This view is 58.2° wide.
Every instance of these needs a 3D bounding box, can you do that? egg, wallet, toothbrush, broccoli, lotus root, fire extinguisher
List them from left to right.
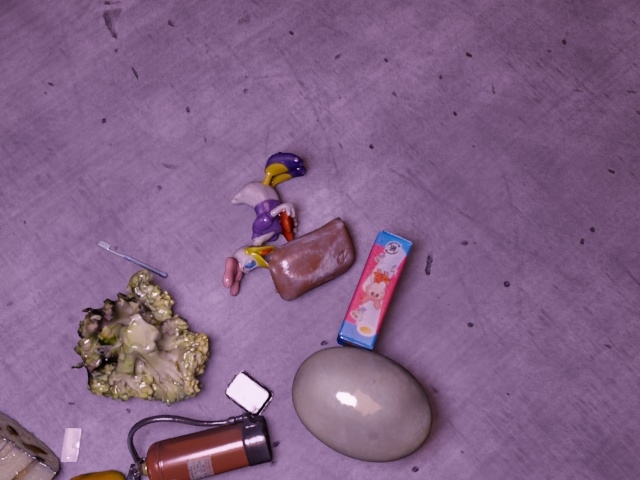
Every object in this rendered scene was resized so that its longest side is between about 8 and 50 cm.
[{"bbox_3d":[-0.818,0.575,1.387,0.267,0.149,0.260,39,80,-10],"label":"lotus root"},{"bbox_3d":[-0.638,0.524,1.472,0.044,0.011,0.083,2,74,-2],"label":"wallet"},{"bbox_3d":[-0.525,0.053,1.607,0.219,0.016,0.019,25,66,6],"label":"toothbrush"},{"bbox_3d":[-0.440,0.267,1.408,0.348,0.281,0.293,43,65,11],"label":"broccoli"},{"bbox_3d":[-0.320,0.506,1.430,0.376,0.113,0.200,-14,87,-6],"label":"fire extinguisher"},{"bbox_3d":[0.100,0.399,1.409,0.352,0.258,0.258,26,75,2],"label":"egg"}]

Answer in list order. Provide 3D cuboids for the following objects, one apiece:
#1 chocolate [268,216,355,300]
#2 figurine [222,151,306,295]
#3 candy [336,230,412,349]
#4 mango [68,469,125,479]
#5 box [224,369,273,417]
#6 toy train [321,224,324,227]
[{"bbox_3d":[-0.008,0.058,1.539,0.261,0.083,0.161,-30,114,-22],"label":"chocolate"},{"bbox_3d":[-0.163,-0.054,1.581,0.193,0.154,0.420,7,73,5],"label":"figurine"},{"bbox_3d":[0.141,0.142,1.534,0.100,0.157,0.305,23,74,4],"label":"candy"},{"bbox_3d":[-0.562,0.627,1.407,0.163,0.089,0.111,-4,75,-10],"label":"mango"},{"bbox_3d":[-0.188,0.398,1.495,0.122,0.069,0.084,34,76,7],"label":"box"},{"bbox_3d":[0.000,0.000,1.636,0.045,0.029,0.092,35,77,15],"label":"toy train"}]
